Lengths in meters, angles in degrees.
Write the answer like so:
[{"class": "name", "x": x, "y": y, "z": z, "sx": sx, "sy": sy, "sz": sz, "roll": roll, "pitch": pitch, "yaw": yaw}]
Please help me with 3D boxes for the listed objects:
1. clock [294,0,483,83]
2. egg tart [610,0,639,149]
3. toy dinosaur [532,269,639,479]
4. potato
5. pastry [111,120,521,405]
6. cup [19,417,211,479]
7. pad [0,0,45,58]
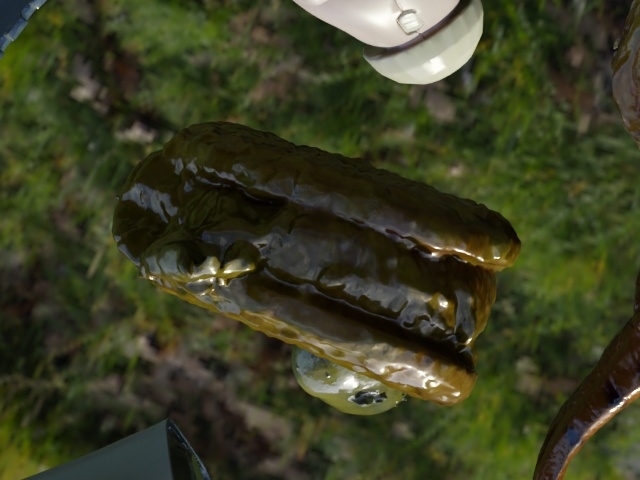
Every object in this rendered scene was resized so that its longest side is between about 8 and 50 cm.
[{"class": "clock", "x": 0.037, "y": -0.349, "z": 1.957, "sx": 0.184, "sy": 0.342, "sz": 0.326, "roll": -26, "pitch": 160, "yaw": 17}, {"class": "egg tart", "x": 0.418, "y": -0.153, "z": 1.643, "sx": 0.297, "sy": 0.297, "sz": 0.132, "roll": -1, "pitch": 180, "yaw": 26}, {"class": "toy dinosaur", "x": 0.241, "y": 0.041, "z": 1.176, "sx": 0.097, "sy": 0.208, "sz": 0.432, "roll": 27, "pitch": 125, "yaw": -5}, {"class": "potato", "x": 0.035, "y": 0.110, "z": 1.560, "sx": 0.105, "sy": 0.085, "sz": 0.188, "roll": -15, "pitch": 162, "yaw": 5}, {"class": "pastry", "x": 0.000, "y": 0.000, "z": 1.080, "sx": 0.235, "sy": 0.132, "sz": 0.240, "roll": 25, "pitch": 176, "yaw": -19}, {"class": "cup", "x": -0.132, "y": 0.204, "z": 1.257, "sx": 0.129, "sy": 0.095, "sz": 0.128, "roll": -20, "pitch": 136, "yaw": 8}, {"class": "pad", "x": -0.202, "y": -0.145, "z": 1.019, "sx": 0.012, "sy": 0.270, "sz": 0.269, "roll": 41, "pitch": 169, "yaw": -29}]
